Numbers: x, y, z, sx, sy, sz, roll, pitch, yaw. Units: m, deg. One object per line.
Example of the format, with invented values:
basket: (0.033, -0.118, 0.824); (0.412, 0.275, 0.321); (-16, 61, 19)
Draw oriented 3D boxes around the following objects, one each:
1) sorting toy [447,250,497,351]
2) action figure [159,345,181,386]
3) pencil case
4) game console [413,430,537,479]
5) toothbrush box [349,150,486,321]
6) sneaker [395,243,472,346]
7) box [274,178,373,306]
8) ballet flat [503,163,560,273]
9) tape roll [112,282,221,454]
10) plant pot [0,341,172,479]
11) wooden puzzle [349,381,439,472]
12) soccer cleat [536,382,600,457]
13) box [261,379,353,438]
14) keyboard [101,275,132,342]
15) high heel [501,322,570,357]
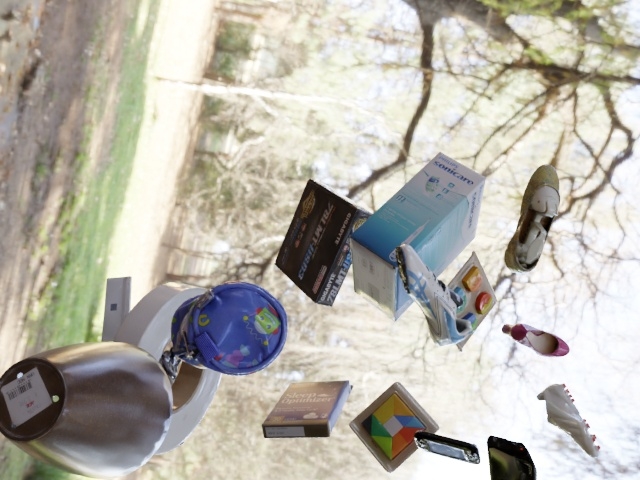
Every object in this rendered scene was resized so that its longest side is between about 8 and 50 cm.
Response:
sorting toy: (0.391, 0.162, 1.720); (0.038, 0.193, 0.208); (10, -128, 47)
action figure: (-0.476, 0.377, 1.801); (0.164, 0.275, 0.141); (-37, -110, 36)
pencil case: (-0.144, 0.128, 0.931); (0.119, 0.133, 0.306); (66, -20, 0)
game console: (0.453, 0.642, 1.936); (0.044, 0.361, 0.213); (-54, 140, -42)
toothbrush box: (0.206, -0.008, 1.385); (0.295, 0.126, 0.216); (-42, 150, -21)
sneaker: (0.202, 0.093, 1.184); (0.237, 0.086, 0.085); (58, 11, -28)
box: (0.000, 0.000, 1.914); (0.293, 0.073, 0.296); (40, -71, 55)
ballet flat: (0.665, -0.059, 2.006); (0.123, 0.123, 0.349); (-130, -121, -75)
tape roll: (-0.346, 0.293, 1.514); (0.392, 0.072, 0.392); (11, 90, -68)
plant pot: (-0.361, 0.238, 0.954); (0.230, 0.215, 0.216); (61, 35, -70)
wooden puzzle: (0.250, 0.633, 2.242); (0.221, 0.238, 0.044); (46, -11, 27)
soccer cleat: (0.543, 0.400, 1.437); (0.076, 0.068, 0.196); (-31, -145, 12)
box: (-0.020, 0.338, 1.357); (0.225, 0.136, 0.037); (-40, 122, -70)
keyboard: (-0.565, 0.186, 1.823); (0.256, 0.072, 0.014); (-108, -169, -51)
high heel: (0.664, 0.300, 1.940); (0.082, 0.244, 0.117); (-65, -164, -6)
